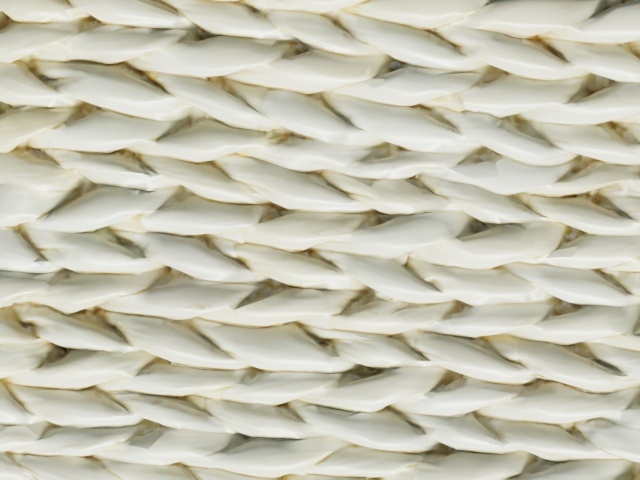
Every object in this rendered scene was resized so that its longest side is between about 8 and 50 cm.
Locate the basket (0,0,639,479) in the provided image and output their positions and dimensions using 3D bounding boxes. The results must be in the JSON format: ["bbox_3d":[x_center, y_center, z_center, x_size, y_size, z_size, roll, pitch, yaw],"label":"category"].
[{"bbox_3d":[0.000,0.000,0.809,0.331,0.328,0.266,5,102,-2],"label":"basket"}]
